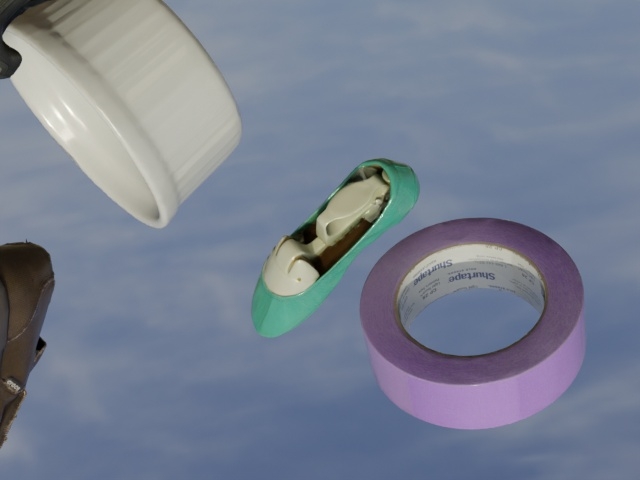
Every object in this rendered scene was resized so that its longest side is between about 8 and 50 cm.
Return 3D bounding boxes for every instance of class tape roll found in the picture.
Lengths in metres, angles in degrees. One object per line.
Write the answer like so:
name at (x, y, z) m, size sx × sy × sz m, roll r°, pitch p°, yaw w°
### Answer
tape roll at (0.190, 0.099, 2.030) m, size 0.275 × 0.090 × 0.274 m, roll -6°, pitch -133°, yaw 7°

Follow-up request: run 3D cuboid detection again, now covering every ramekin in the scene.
ramekin at (-0.208, -0.158, 1.732) m, size 0.135 × 0.277 × 0.277 m, roll -41°, pitch -150°, yaw -15°

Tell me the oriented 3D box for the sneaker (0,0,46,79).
sneaker at (-0.243, -0.226, 1.246) m, size 0.106 × 0.234 × 0.078 m, roll 14°, pitch 174°, yaw -12°

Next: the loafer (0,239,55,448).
loafer at (-0.354, 0.133, 1.785) m, size 0.130 × 0.366 × 0.134 m, roll -28°, pitch -111°, yaw -37°

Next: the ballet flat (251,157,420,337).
ballet flat at (0.000, 0.000, 1.764) m, size 0.247 × 0.087 × 0.083 m, roll -45°, pitch -121°, yaw 6°
